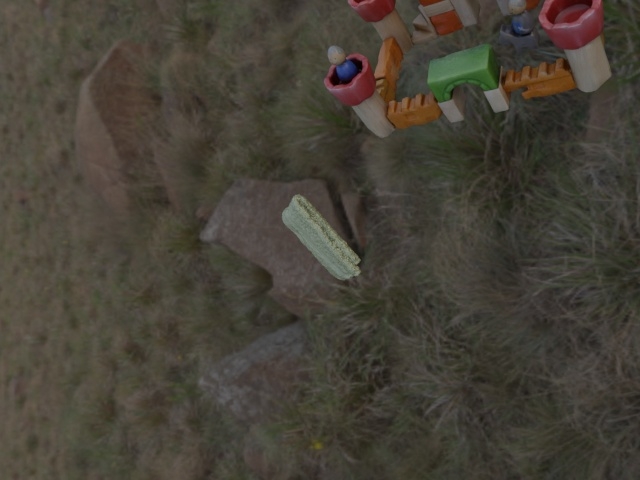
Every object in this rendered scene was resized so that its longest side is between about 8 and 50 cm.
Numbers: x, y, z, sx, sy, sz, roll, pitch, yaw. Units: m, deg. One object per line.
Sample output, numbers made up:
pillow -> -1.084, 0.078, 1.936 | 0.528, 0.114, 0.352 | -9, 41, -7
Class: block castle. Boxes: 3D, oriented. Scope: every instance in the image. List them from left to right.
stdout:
block castle -> 0.243, -0.378, 1.116 | 0.454, 0.213, 0.302 | -7, 55, 34

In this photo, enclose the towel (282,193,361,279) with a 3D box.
towel -> 0.000, 0.000, 0.994 | 0.148, 0.027, 0.110 | 50, 163, 1
